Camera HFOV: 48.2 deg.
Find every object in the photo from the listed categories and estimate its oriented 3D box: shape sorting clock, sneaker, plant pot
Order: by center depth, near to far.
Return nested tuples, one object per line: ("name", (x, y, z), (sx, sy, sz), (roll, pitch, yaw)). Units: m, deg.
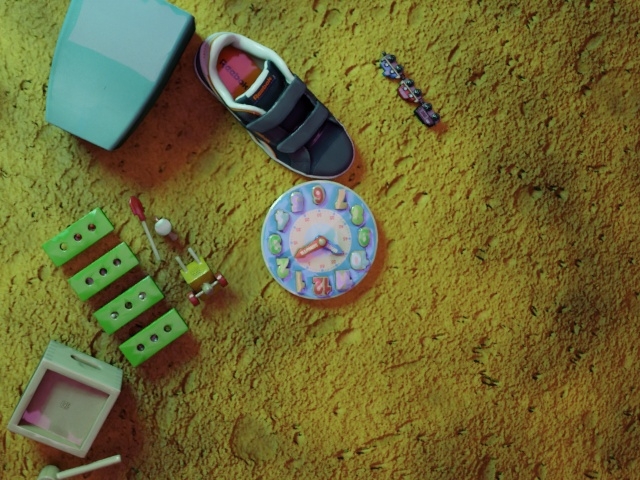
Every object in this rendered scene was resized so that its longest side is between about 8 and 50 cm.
("plant pot", (-0.317, -0.266, 1.098), (0.165, 0.166, 0.234), (25, 96, -12))
("sneaker", (-0.070, -0.212, 1.168), (0.321, 0.127, 0.126), (36, 84, -13))
("shape sorting clock", (0.000, 0.000, 1.231), (0.206, 0.040, 0.206), (-2, 99, -12))

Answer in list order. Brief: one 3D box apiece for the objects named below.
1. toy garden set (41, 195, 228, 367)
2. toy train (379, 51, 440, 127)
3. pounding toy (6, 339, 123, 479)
("toy garden set", (-0.292, 0.048, 1.174), (0.203, 0.049, 0.244), (-35, 99, -6))
("toy train", (0.153, -0.264, 1.263), (0.036, 0.027, 0.158), (-39, 101, 3))
("pounding toy", (-0.397, 0.294, 1.146), (0.181, 0.094, 0.206), (28, 96, -17))
